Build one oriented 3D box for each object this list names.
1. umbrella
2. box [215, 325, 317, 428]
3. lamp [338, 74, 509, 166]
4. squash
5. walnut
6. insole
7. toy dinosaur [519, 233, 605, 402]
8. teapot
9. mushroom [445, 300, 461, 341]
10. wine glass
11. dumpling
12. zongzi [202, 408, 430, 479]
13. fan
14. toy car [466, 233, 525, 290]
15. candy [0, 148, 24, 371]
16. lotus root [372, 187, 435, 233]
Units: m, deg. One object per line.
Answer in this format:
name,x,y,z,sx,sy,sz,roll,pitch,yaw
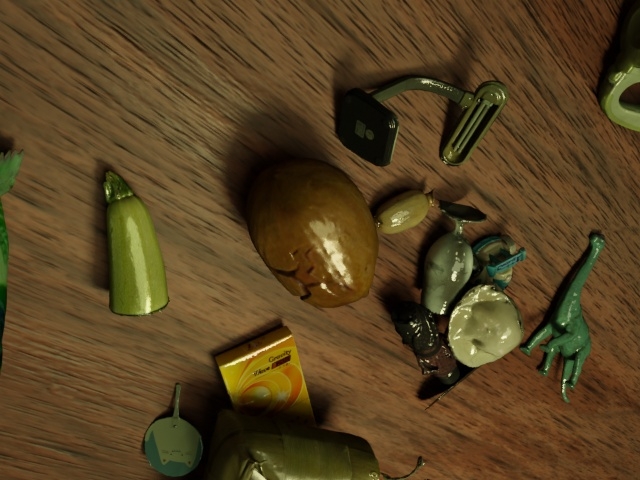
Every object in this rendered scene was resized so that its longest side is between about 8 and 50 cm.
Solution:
umbrella,0.235,0.227,1.356,0.090,0.094,0.326,-31,138,6
box,-0.102,0.305,1.233,0.152,0.043,0.269,-22,123,-18
lamp,0.167,-0.196,1.114,0.283,0.124,0.203,-18,142,-25
squash,-0.294,0.002,0.950,0.094,0.094,0.224,-15,114,-24
walnut,0.000,0.000,1.035,0.203,0.203,0.298,-41,115,-6
insole,0.374,0.309,1.508,0.327,0.007,0.111,-34,162,-16
toy dinosaur,0.682,0.207,1.626,0.331,0.129,0.383,-49,130,-11
teapot,0.722,-0.398,1.293,0.239,0.321,0.240,3,73,-15
mushroom,0.328,0.199,1.420,0.088,0.072,0.130,-44,151,-59
wine glass,0.263,0.038,1.279,0.103,0.103,0.222,-3,115,-29
dumpling,0.349,0.191,1.320,0.172,0.142,0.247,-38,128,1
zongzi,-0.048,0.527,1.231,0.446,0.181,0.418,18,107,-26
fan,-0.268,0.349,1.151,0.113,0.005,0.176,6,95,6
toy car,0.385,0.077,1.371,0.126,0.098,0.162,-23,122,-16
candy,-0.458,0.080,0.772,0.171,0.263,0.398,20,103,-24
lotus root,0.161,-0.055,1.193,0.150,0.062,0.073,-24,124,-16
